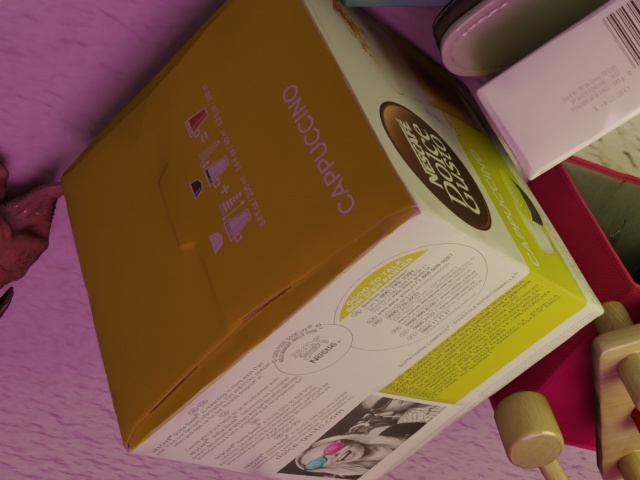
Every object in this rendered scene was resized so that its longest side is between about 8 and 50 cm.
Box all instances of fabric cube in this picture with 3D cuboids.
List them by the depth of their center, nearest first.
[{"bbox_3d":[0.360,0.087,1.197,0.259,0.254,0.258,14,125,-24],"label":"fabric cube"}]

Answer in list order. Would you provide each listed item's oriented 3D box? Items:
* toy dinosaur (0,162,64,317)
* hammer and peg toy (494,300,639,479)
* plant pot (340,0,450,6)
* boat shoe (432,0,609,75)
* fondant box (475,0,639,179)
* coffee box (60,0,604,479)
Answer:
[{"bbox_3d":[-0.372,0.022,1.064,0.296,0.127,0.200,-37,141,-2],"label":"toy dinosaur"},{"bbox_3d":[0.363,0.170,1.017,0.361,0.127,0.266,-17,134,3],"label":"hammer and peg toy"},{"bbox_3d":[0.076,-0.329,0.832,0.166,0.165,0.234,-3,139,-11],"label":"plant pot"},{"bbox_3d":[0.235,-0.264,0.930,0.305,0.091,0.109,-30,147,-4],"label":"boat shoe"},{"bbox_3d":[0.286,-0.167,0.925,0.238,0.330,0.096,-33,87,16],"label":"fondant box"},{"bbox_3d":[0.000,0.000,0.938,0.338,0.337,0.334,-41,141,22],"label":"coffee box"}]
